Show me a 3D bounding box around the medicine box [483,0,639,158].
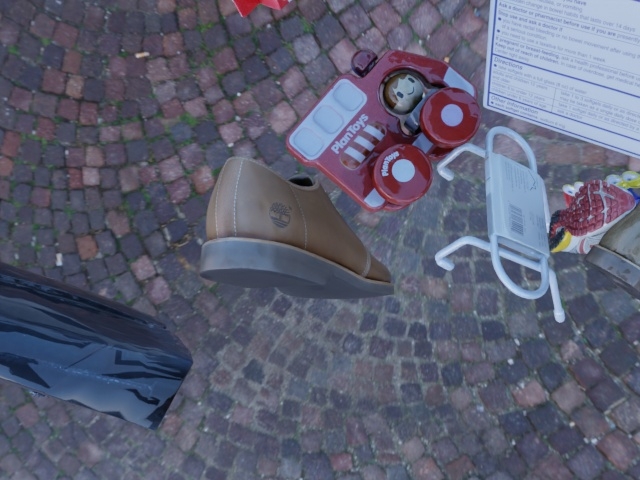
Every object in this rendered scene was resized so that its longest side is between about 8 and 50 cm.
[{"bbox_3d":[0.329,-0.246,0.678,0.263,0.289,0.149,26,64,25],"label":"medicine box"}]

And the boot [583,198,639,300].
[{"bbox_3d":[0.448,0.023,0.878,0.112,0.305,0.115,34,96,31],"label":"boot"}]

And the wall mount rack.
[{"bbox_3d":[0.345,-0.017,1.130,0.304,0.350,0.130,22,144,-20],"label":"wall mount rack"}]

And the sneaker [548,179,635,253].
[{"bbox_3d":[0.439,-0.033,1.017,0.092,0.225,0.088,10,78,2],"label":"sneaker"}]

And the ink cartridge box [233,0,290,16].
[{"bbox_3d":[-0.074,-0.531,1.198,0.231,0.134,0.078,-45,47,-11],"label":"ink cartridge box"}]

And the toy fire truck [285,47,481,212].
[{"bbox_3d":[0.118,-0.207,1.138,0.254,0.169,0.302,40,88,1],"label":"toy fire truck"}]

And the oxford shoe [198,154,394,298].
[{"bbox_3d":[0.000,0.000,0.417,0.076,0.212,0.076,-4,76,21],"label":"oxford shoe"}]

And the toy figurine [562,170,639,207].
[{"bbox_3d":[0.612,-0.020,1.108,0.191,0.362,0.217,-7,88,-31],"label":"toy figurine"}]

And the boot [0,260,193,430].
[{"bbox_3d":[-0.397,0.042,0.746,0.445,0.367,0.146,22,104,-32],"label":"boot"}]
